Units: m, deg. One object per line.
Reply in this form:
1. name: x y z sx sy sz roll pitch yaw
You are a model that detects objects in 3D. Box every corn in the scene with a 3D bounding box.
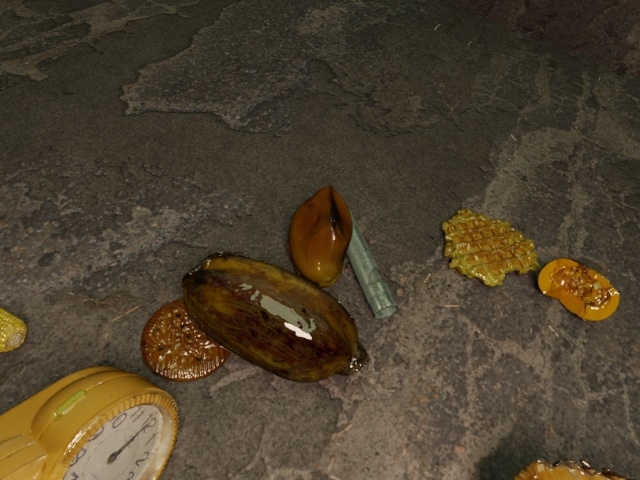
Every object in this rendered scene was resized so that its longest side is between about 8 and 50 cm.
1. corn: -0.656 0.148 0.832 0.203 0.072 0.072 26 50 12

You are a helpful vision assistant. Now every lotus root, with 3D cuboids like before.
1. lotus root: -0.089 0.151 0.863 0.397 0.179 0.196 29 49 4

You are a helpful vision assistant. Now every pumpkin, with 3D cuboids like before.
1. pumpkin: 0.644 0.114 1.094 0.183 0.119 0.108 39 17 15

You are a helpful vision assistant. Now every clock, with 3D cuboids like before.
1. clock: -0.370 0.329 0.631 0.200 0.244 0.317 23 45 28

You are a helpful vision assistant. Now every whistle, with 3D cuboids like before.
1. whistle: 0.103 0.049 1.073 0.062 0.062 0.312 -9 53 -18

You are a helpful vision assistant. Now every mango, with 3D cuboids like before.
1. mango: 0.000 0.000 1.037 0.136 0.166 0.236 32 41 -41

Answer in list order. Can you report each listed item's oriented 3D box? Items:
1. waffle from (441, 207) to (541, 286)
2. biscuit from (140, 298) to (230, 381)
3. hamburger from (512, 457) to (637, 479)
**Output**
1. waffle: 0.456 0.023 1.172 0.291 0.051 0.291 7 49 -8
2. biscuit: -0.271 0.200 0.892 0.188 0.027 0.188 6 49 -7
3. hamburger: 0.444 0.524 0.606 0.445 0.268 0.287 23 48 2
